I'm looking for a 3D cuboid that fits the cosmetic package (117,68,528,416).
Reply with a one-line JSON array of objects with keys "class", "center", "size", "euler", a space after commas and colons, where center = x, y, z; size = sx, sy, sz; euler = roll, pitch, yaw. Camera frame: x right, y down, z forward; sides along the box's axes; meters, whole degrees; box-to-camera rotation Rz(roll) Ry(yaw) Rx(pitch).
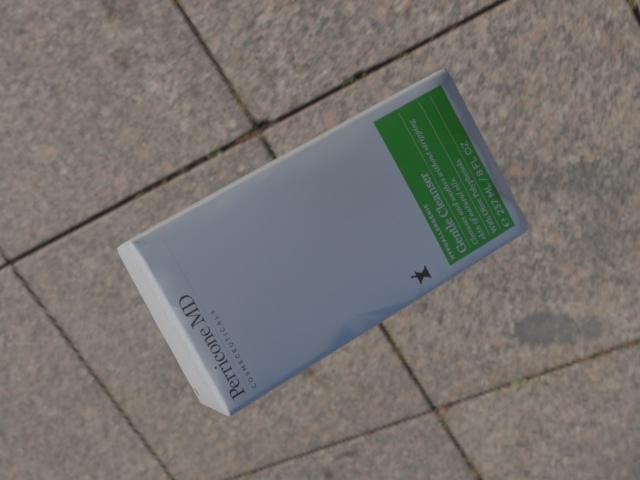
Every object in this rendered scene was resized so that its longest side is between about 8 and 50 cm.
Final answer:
[{"class": "cosmetic package", "center": [0.000, 0.000, 0.985], "size": [0.197, 0.365, 0.155], "euler": [60, 163, -6]}]
